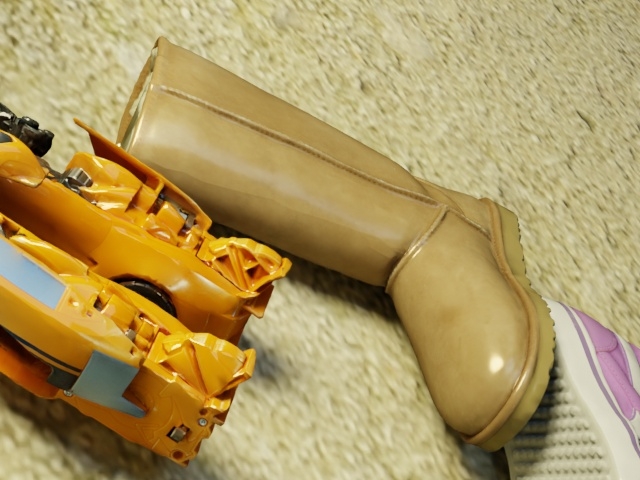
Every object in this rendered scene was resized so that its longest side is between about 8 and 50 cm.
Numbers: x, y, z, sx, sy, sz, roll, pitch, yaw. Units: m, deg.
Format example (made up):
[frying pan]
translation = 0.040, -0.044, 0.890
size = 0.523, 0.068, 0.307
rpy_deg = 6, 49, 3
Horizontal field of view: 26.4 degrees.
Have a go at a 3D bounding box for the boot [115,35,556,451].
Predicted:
[boot]
translation = 0.000, 0.000, 0.839
size = 0.269, 0.089, 0.236
rpy_deg = 25, 26, -16

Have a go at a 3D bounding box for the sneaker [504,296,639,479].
[sneaker]
translation = 0.197, 0.154, 0.810
size = 0.161, 0.102, 0.282
rpy_deg = 25, 36, -20

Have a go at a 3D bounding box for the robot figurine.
[robot figurine]
translation = -0.160, -0.016, 0.708
size = 0.291, 0.085, 0.211
rpy_deg = 35, 27, -10
